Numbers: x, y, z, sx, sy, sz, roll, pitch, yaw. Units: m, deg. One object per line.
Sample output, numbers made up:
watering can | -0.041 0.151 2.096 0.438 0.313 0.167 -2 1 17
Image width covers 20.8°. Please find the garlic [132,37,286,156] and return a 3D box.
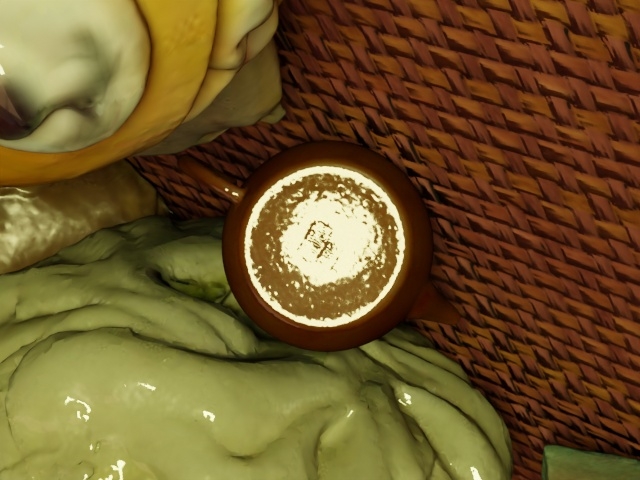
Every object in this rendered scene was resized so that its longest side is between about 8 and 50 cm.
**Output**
garlic | -0.124 -0.124 0.888 0.228 0.110 0.217 40 155 5

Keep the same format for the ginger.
ginger | -0.250 0.012 1.216 0.269 0.223 0.200 27 151 38

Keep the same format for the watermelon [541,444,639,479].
watermelon | 0.182 0.242 0.936 0.261 0.201 0.213 22 134 45

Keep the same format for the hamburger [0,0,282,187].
hamburger | -0.133 -0.138 0.630 0.276 0.237 0.276 21 137 21

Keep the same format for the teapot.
teapot | 0.000 0.000 0.923 0.173 0.116 0.116 30 158 1

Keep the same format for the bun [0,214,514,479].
bun | -0.063 0.111 0.999 0.359 0.359 0.211 28 111 31
